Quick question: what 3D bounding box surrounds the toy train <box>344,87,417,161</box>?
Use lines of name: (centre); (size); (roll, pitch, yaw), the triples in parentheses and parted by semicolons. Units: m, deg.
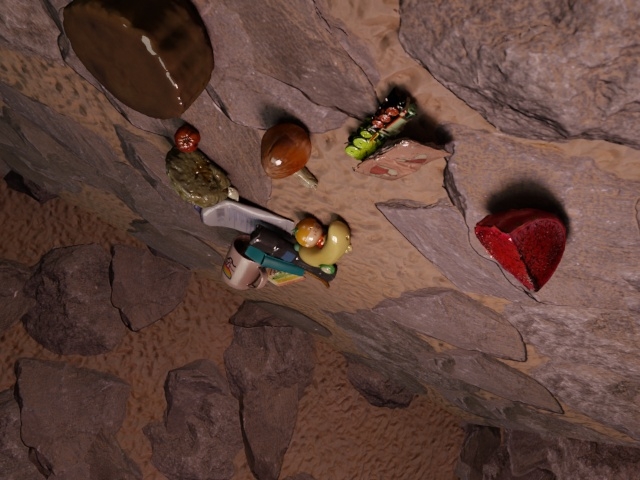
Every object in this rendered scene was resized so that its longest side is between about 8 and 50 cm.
toy train: (0.136, -0.259, 1.016); (0.085, 0.053, 0.250); (24, 158, -15)

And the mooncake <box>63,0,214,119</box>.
mooncake: (-0.415, -0.457, 1.041); (0.324, 0.187, 0.324); (23, 154, 12)

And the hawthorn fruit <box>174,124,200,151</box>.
hawthorn fruit: (-0.445, -0.338, 1.459); (0.093, 0.093, 0.093); (23, 157, 11)

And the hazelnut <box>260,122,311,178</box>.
hazelnut: (-0.097, -0.239, 1.196); (0.150, 0.150, 0.150); (23, 157, 11)

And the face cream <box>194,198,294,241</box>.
face cream: (-0.319, -0.088, 1.818); (0.421, 0.137, 0.234); (19, 153, 0)

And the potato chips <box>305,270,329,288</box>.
potato chips: (-0.040, 0.172, 2.136); (0.204, 0.037, 0.026); (30, 148, 8)

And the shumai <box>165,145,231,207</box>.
shumai: (-0.480, -0.217, 1.611); (0.256, 0.189, 0.218); (45, 151, -23)

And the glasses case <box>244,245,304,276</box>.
glasses case: (-0.188, 0.086, 1.925); (0.117, 0.070, 0.301); (32, -176, 33)

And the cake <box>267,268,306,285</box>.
cake: (-0.173, 0.162, 2.226); (0.225, 0.090, 0.109); (-17, 131, 44)

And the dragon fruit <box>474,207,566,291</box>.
dragon fruit: (0.494, 0.005, 1.064); (0.189, 0.163, 0.261); (-24, 128, 20)

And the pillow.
pillow: (0.184, -0.195, 1.049); (0.135, 0.049, 0.248); (5, 169, -23)

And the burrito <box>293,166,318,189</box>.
burrito: (-0.068, -0.214, 1.344); (0.188, 0.045, 0.058); (44, 178, -38)

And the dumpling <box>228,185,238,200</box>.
dumpling: (-0.351, -0.190, 1.712); (0.059, 0.043, 0.077); (27, 180, 43)

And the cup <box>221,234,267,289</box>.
cup: (-0.336, 0.130, 2.029); (0.253, 0.192, 0.200); (49, 124, 29)

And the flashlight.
flashlight: (-0.102, 0.060, 1.832); (0.424, 0.103, 0.103); (27, 160, -28)

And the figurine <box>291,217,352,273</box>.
figurine: (0.000, 0.000, 1.629); (0.222, 0.124, 0.324); (33, 154, -3)
